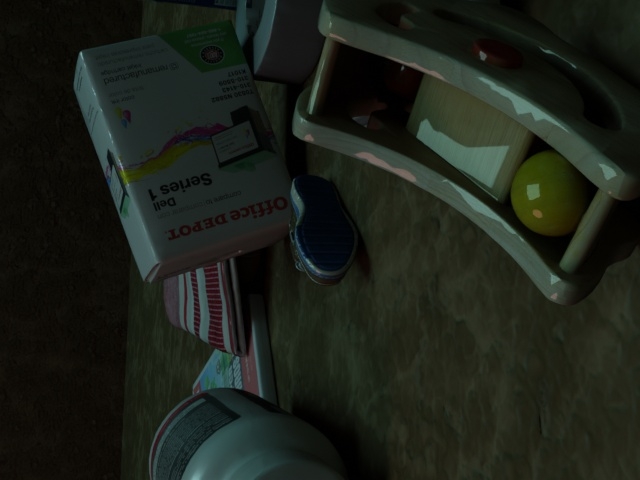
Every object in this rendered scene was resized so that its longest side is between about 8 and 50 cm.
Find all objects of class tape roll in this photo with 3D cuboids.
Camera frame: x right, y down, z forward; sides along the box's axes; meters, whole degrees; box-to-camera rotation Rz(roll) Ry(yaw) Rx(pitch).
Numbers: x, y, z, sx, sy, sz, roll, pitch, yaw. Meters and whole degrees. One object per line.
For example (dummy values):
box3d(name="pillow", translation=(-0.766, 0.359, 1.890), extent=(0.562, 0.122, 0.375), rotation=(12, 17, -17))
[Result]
box3d(name="tape roll", translation=(-0.050, -0.314, 1.091), extent=(0.219, 0.072, 0.219), rotation=(-177, 90, -71))

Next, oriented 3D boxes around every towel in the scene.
box3d(name="towel", translation=(-0.195, 0.042, 1.305), extent=(0.329, 0.037, 0.237), rotation=(7, 105, 65))

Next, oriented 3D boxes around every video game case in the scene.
box3d(name="video game case", translation=(-0.133, 0.239, 1.251), extent=(0.285, 0.025, 0.204), rotation=(123, 146, -45))

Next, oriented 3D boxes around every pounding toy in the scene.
box3d(name="pounding toy", translation=(0.084, -0.107, 0.463), extent=(0.269, 0.154, 0.155), rotation=(50, 136, 39))

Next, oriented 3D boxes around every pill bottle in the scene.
box3d(name="pill bottle", translation=(-0.073, 0.260, 0.884), extent=(0.318, 0.176, 0.176), rotation=(174, 99, -71))

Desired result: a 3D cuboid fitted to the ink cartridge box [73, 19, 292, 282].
box3d(name="ink cartridge box", translation=(-0.166, -0.112, 1.065), extent=(0.278, 0.201, 0.117), rotation=(69, 157, 6))

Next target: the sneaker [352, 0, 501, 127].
box3d(name="sneaker", translation=(0.071, -0.154, 0.706), extent=(0.258, 0.094, 0.091), rotation=(-12, 66, 61))

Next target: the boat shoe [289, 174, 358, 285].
box3d(name="boat shoe", translation=(0.000, 0.000, 0.911), extent=(0.183, 0.066, 0.066), rotation=(-97, 15, -57))

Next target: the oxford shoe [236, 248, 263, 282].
box3d(name="oxford shoe", translation=(-0.138, -0.006, 1.292), extent=(0.212, 0.076, 0.076), rotation=(-120, 29, -58))

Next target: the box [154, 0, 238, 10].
box3d(name="box", translation=(-0.151, -0.390, 1.158), extent=(0.036, 0.225, 0.136), rotation=(46, 130, 49))
